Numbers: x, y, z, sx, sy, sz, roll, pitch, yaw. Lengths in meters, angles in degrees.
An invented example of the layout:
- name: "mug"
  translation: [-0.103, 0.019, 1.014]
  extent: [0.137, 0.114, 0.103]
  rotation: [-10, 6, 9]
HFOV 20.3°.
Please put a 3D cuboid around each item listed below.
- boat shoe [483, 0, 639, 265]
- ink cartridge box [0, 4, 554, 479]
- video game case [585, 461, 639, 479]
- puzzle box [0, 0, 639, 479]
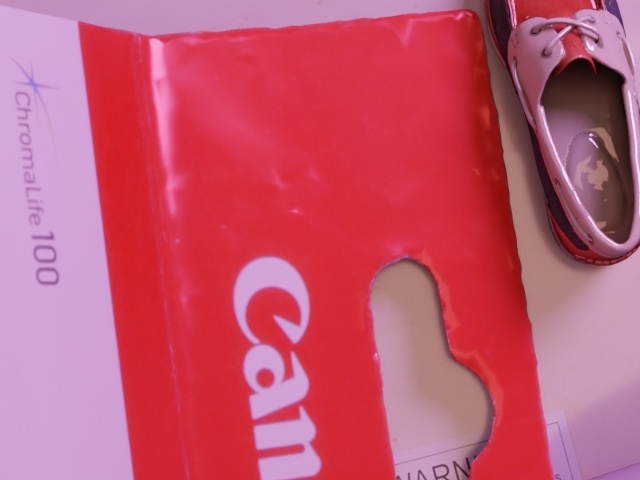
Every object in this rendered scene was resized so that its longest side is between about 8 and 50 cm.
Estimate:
- name: "boat shoe"
  translation: [0.092, -0.058, 0.649]
  extent: [0.049, 0.043, 0.137]
  rotation: [-11, 85, 0]
- name: "ink cartridge box"
  translation: [-0.093, 0.073, 0.565]
  extent: [0.385, 0.091, 0.308]
  rotation: [-6, 82, -16]
- name: "video game case"
  translation: [0.268, 0.168, 0.583]
  extent: [0.329, 0.036, 0.300]
  rotation: [-22, 103, 20]
- name: "puzzle box"
  translation: [0.000, 0.000, 0.695]
  extent: [0.409, 0.052, 0.272]
  rotation: [-13, 87, 0]
